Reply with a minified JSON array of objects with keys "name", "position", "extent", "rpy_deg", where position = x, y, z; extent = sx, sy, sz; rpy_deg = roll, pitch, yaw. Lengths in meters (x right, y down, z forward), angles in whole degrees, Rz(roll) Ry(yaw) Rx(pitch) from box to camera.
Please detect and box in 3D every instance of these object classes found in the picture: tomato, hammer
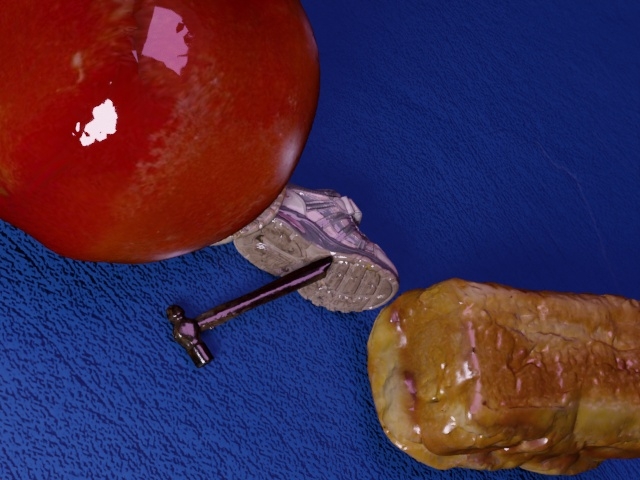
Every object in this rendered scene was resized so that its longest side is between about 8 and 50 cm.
[{"name":"tomato","position":[-0.168,-0.144,1.173],"extent":[0.293,0.290,0.325],"rpy_deg":[13,51,-41]},{"name":"hammer","position":[-0.060,0.059,1.279],"extent":[0.178,0.021,0.065],"rpy_deg":[-25,82,-26]}]

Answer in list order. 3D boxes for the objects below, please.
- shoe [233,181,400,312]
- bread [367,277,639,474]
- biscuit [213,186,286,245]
[{"name":"shoe","position":[0.000,0.000,1.369],"extent":[0.180,0.089,0.092],"rpy_deg":[27,44,-13]},{"name":"bread","position":[0.211,0.145,1.400],"extent":[0.344,0.149,0.195],"rpy_deg":[9,67,-37]},{"name":"biscuit","position":[-0.106,-0.051,1.310],"extent":[0.152,0.020,0.152],"rpy_deg":[2,48,-2]}]
